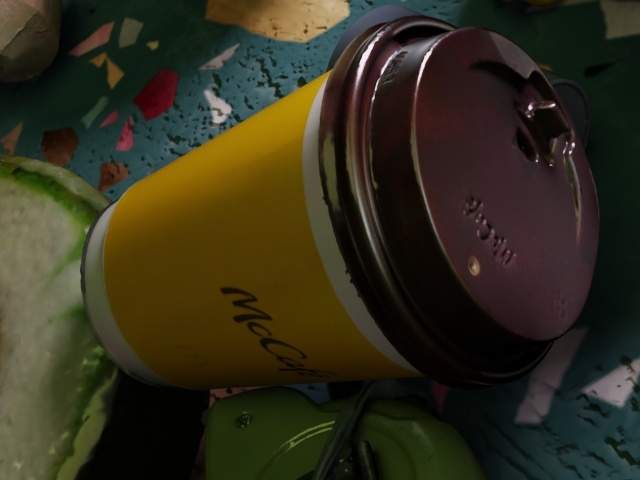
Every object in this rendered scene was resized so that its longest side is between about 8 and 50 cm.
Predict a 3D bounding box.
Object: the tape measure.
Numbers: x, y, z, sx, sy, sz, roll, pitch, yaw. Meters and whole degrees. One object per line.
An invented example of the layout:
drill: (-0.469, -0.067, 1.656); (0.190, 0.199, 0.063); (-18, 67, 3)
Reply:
tape measure: (0.010, 0.160, 0.621); (0.175, 0.106, 0.200); (-17, 35, 13)

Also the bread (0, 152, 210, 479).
bread: (-0.259, 0.123, 0.801); (0.366, 0.129, 0.382); (1, 64, 28)

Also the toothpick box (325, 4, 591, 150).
toothpick box: (0.087, -0.086, 0.740); (0.153, 0.101, 0.101); (34, 82, 40)

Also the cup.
cup: (0.000, 0.000, 0.628); (0.280, 0.196, 0.196); (-16, 54, 38)

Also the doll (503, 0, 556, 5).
doll: (0.161, -0.221, 0.786); (0.135, 0.071, 0.113); (41, 131, 32)

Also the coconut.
coconut: (-0.296, -0.204, 1.030); (0.116, 0.116, 0.122); (-16, 52, 22)
